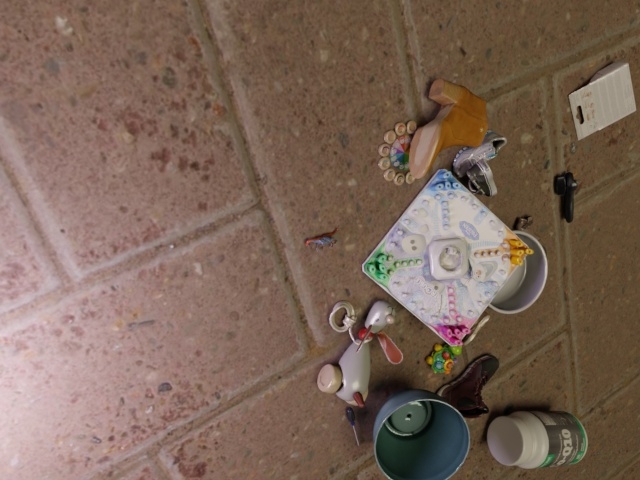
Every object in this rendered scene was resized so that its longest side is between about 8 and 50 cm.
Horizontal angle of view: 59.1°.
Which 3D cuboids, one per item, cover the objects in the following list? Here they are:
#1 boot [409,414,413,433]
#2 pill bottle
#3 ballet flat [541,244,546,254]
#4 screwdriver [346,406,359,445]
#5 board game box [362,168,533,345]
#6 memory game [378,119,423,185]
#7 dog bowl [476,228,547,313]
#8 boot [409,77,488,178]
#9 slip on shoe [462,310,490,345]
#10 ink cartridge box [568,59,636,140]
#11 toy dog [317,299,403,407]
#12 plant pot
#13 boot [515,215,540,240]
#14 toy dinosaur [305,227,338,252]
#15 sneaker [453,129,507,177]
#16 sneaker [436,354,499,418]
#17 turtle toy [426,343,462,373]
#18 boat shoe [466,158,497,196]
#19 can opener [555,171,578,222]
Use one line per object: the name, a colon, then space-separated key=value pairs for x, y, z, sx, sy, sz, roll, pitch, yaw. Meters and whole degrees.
boot: x=0.374 y=0.672 z=1.950 sx=0.189 sy=0.076 sz=0.209 roll=-2 pitch=100 yaw=-31
pill bottle: x=0.816 y=0.750 z=2.134 sx=0.360 sy=0.204 sz=0.204 roll=9 pitch=102 yaw=-31
ballet flat: x=0.684 y=0.106 z=1.940 sx=0.250 sy=0.058 sz=0.084 roll=-45 pitch=104 yaw=-15
screwdriver: x=0.108 y=0.598 z=1.797 sx=0.024 sy=0.025 sz=0.170 roll=-25 pitch=116 yaw=-20
board game box: x=0.385 y=0.055 z=1.671 sx=0.390 sy=0.050 sz=0.390 roll=40 pitch=85 yaw=-12
memory game: x=0.241 y=-0.246 z=1.595 sx=0.186 sy=0.012 sz=0.186 roll=-9 pitch=111 yaw=-26
dog bowl: x=0.586 y=0.094 z=1.809 sx=0.264 sy=0.104 sz=0.265 roll=-2 pitch=97 yaw=-18
boot: x=0.373 y=-0.290 z=1.589 sx=0.211 sy=0.104 sz=0.296 roll=17 pitch=88 yaw=-34
slip on shoe: x=0.518 y=0.295 z=1.915 sx=0.041 sy=0.051 sz=0.135 roll=39 pitch=94 yaw=7
ink cartridge box: x=0.935 y=-0.468 z=1.895 sx=0.224 sy=0.056 sz=0.181 roll=-27 pitch=119 yaw=2
toy dog: x=0.130 y=0.348 z=1.644 sx=0.220 sy=0.161 sz=0.334 roll=4 pitch=105 yaw=-30
plant pot: x=0.295 y=0.586 z=1.769 sx=0.292 sy=0.196 sz=0.294 roll=-1 pitch=102 yaw=-5
boot: x=0.705 y=-0.040 z=1.906 sx=0.118 sy=0.042 sz=0.087 roll=-7 pitch=102 yaw=-34
toy dinosaur: x=0.000 y=0.000 z=1.541 sx=0.082 sy=0.047 sz=0.090 roll=19 pitch=64 yaw=-24
sneaker: x=0.477 y=-0.256 z=1.681 sx=0.190 sy=0.083 sz=0.071 roll=-44 pitch=124 yaw=-8
sneaker: x=0.543 y=0.518 z=1.928 sx=0.281 sy=0.162 sz=0.107 roll=-34 pitch=120 yaw=-15
turtle toy: x=0.417 y=0.388 z=1.872 sx=0.095 sy=0.066 sz=0.130 roll=36 pitch=87 yaw=-33
boat shoe: x=0.473 y=-0.176 z=1.683 sx=0.070 sy=0.078 sz=0.219 roll=-32 pitch=155 yaw=11
can opener: x=0.855 y=-0.149 z=1.950 sx=0.059 sy=0.073 sz=0.186 roll=-59 pitch=138 yaw=-48
